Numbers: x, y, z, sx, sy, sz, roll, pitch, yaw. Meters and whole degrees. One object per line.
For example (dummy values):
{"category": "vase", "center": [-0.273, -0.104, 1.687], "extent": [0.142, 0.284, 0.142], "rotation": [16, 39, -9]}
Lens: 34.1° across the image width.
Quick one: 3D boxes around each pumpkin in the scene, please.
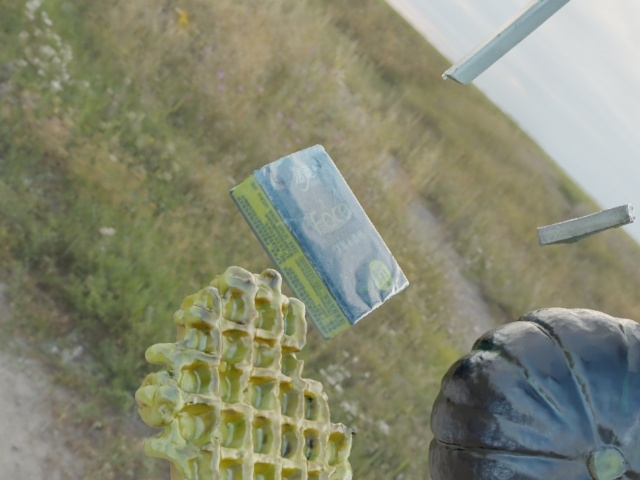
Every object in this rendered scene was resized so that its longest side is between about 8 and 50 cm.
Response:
{"category": "pumpkin", "center": [0.309, 0.264, 1.281], "extent": [0.363, 0.363, 0.266], "rotation": [43, -9, -4]}

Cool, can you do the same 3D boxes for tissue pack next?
{"category": "tissue pack", "center": [0.000, 0.000, 1.528], "extent": [0.257, 0.081, 0.185], "rotation": [57, 35, 2]}

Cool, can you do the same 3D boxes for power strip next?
{"category": "power strip", "center": [0.266, -0.287, 1.375], "extent": [0.027, 0.252, 0.060], "rotation": [49, 8, -11]}

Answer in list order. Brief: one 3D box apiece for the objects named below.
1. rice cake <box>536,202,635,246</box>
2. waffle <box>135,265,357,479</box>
{"category": "rice cake", "center": [0.516, -0.029, 2.050], "extent": [0.036, 0.206, 0.047], "rotation": [12, 65, -51]}
{"category": "waffle", "center": [-0.048, 0.158, 0.894], "extent": [0.253, 0.056, 0.249], "rotation": [52, 40, -23]}
